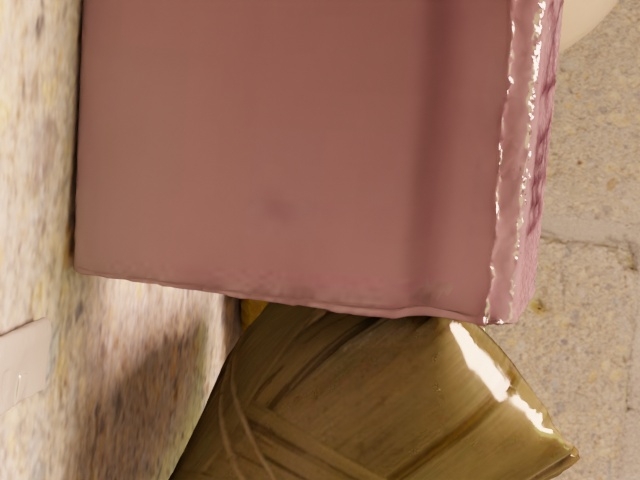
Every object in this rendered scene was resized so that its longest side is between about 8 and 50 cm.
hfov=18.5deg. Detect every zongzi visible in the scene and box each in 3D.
[{"bbox_3d":[-0.045,0.173,1.375,0.418,0.181,0.447,-43,-173,-3],"label":"zongzi"}]

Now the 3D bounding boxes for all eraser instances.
[{"bbox_3d":[0.002,-0.146,1.134,0.122,0.272,0.359,-41,136,-71],"label":"eraser"}]

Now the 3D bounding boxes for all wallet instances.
[{"bbox_3d":[-0.167,0.068,1.074,0.083,0.011,0.044,-32,129,-77],"label":"wallet"}]

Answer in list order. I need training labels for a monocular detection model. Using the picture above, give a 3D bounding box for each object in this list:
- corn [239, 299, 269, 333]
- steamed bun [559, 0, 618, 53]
[{"bbox_3d":[-0.006,-0.002,1.572,0.130,0.130,0.347,-69,161,-52],"label":"corn"},{"bbox_3d":[0.094,-0.287,1.405,0.374,0.334,0.334,71,29,-62],"label":"steamed bun"}]
